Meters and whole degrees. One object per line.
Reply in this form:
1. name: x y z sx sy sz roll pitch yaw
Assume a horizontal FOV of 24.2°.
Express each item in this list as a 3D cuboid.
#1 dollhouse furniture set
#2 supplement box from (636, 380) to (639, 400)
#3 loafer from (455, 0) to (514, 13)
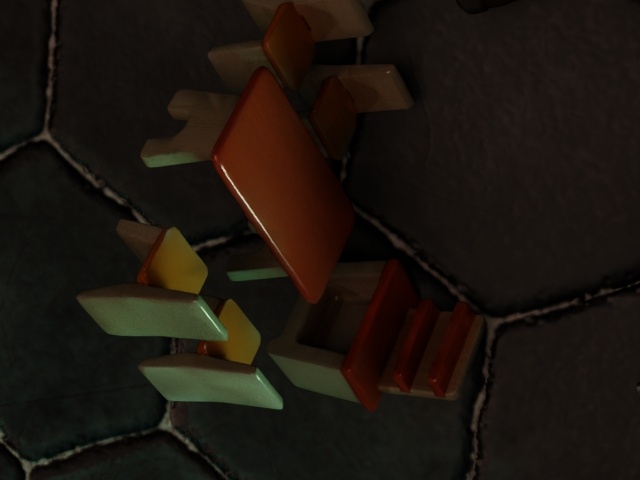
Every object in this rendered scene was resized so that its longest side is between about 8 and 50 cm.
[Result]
1. dollhouse furniture set: 0.000 0.000 0.995 0.135 0.262 0.259 3 144 33
2. supplement box: 0.351 0.207 0.916 0.194 0.195 0.356 -15 97 26
3. loafer: 0.123 -0.259 0.967 0.078 0.080 0.220 0 109 13
